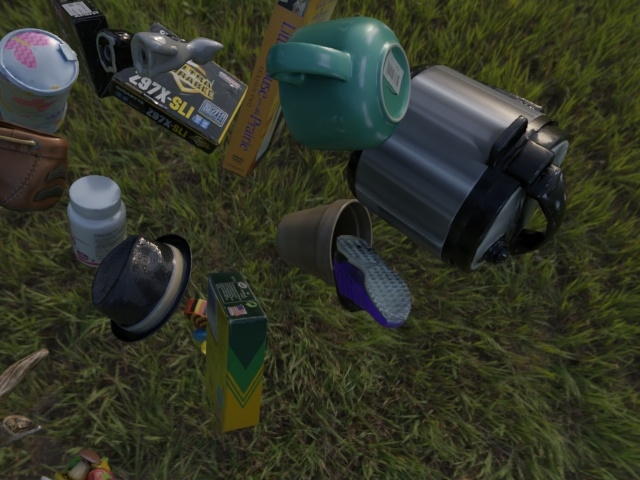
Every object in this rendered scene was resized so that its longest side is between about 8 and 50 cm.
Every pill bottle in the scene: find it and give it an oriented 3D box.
[{"bbox_3d":[-0.688,-0.057,1.388,0.160,0.283,0.160,12,49,-14],"label":"pill bottle"}]

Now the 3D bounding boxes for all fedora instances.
[{"bbox_3d":[-0.513,0.106,1.240,0.334,0.152,0.334,-16,56,25],"label":"fedora"}]

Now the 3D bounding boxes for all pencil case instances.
[{"bbox_3d":[-0.527,-0.281,0.833,0.124,0.273,0.113,-17,95,-33],"label":"pencil case"}]

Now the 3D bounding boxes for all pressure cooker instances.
[{"bbox_3d":[0.315,-0.133,0.971,0.420,0.375,0.370,39,34,26],"label":"pressure cooker"}]

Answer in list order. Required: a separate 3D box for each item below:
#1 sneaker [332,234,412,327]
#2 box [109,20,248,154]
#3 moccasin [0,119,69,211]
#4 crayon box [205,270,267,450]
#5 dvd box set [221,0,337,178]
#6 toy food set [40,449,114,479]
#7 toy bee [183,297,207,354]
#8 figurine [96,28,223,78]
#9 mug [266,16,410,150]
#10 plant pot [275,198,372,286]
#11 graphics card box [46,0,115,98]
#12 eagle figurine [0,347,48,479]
[{"bbox_3d":[0.104,0.120,1.030,0.102,0.146,0.293,4,31,-23],"label":"sneaker"},{"bbox_3d":[-0.401,-0.443,1.311,0.322,0.079,0.257,32,60,-21],"label":"box"},{"bbox_3d":[-0.532,-0.175,0.612,0.380,0.139,0.147,26,104,5],"label":"moccasin"},{"bbox_3d":[-0.190,0.251,0.962,0.081,0.318,0.202,-3,24,-25],"label":"crayon box"},{"bbox_3d":[-0.068,-0.368,0.933,0.062,0.420,0.307,26,33,-4],"label":"dvd box set"},{"bbox_3d":[-0.471,0.484,0.933,0.128,0.218,0.071,27,61,1],"label":"toy food set"},{"bbox_3d":[-0.323,0.275,1.456,0.162,0.298,0.195,5,76,6],"label":"toy bee"},{"bbox_3d":[-0.360,-0.441,1.034,0.215,0.092,0.209,20,35,31],"label":"figurine"},{"bbox_3d":[0.027,-0.151,0.452,0.097,0.129,0.158,7,38,31],"label":"mug"},{"bbox_3d":[0.000,0.000,1.658,0.280,0.323,0.323,8,64,31],"label":"plant pot"},{"bbox_3d":[-0.729,-0.624,1.378,0.094,0.233,0.371,-27,53,-27],"label":"graphics card box"},{"bbox_3d":[-0.285,0.216,0.305,0.225,0.298,0.226,15,86,-36],"label":"eagle figurine"}]
